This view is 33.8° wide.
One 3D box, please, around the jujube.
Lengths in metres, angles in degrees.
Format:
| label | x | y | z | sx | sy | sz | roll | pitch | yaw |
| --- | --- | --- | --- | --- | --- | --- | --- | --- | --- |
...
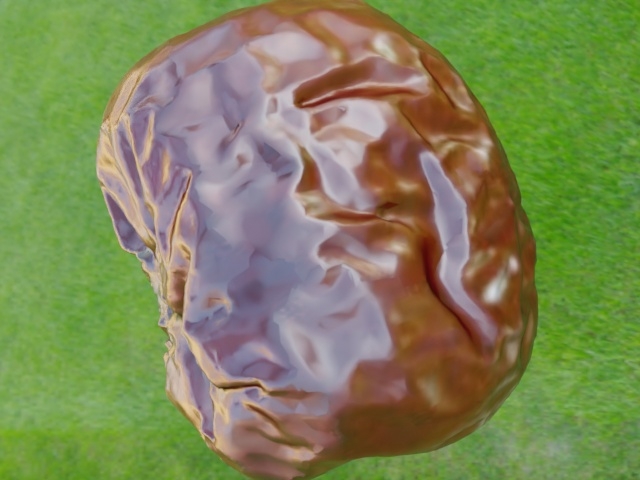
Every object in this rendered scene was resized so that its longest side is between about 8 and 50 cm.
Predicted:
| label | x | y | z | sx | sy | sz | roll | pitch | yaw |
| --- | --- | --- | --- | --- | --- | --- | --- | --- | --- |
| jujube | 0.000 | 0.000 | 0.540 | 0.213 | 0.213 | 0.232 | -25 | 79 | 42 |
